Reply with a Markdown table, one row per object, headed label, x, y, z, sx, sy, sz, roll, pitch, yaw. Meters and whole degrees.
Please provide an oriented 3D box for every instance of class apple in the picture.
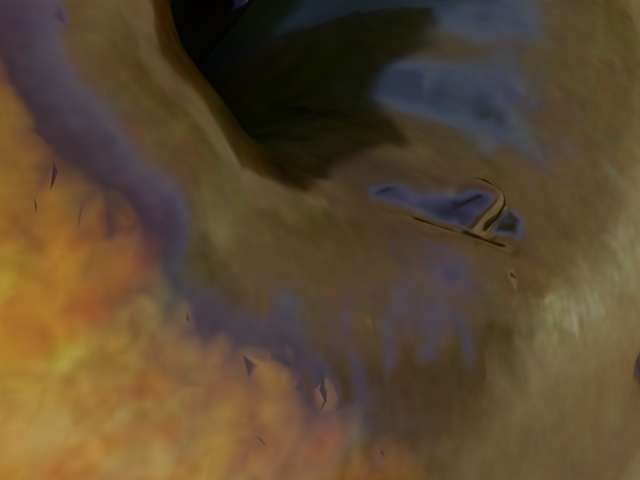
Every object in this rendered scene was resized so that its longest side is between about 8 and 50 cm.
| label | x | y | z | sx | sy | sz | roll | pitch | yaw |
| --- | --- | --- | --- | --- | --- | --- | --- | --- | --- |
| apple | -0.100 | -0.007 | 0.528 | 0.374 | 0.384 | 0.374 | -31 | 49 | 43 |
